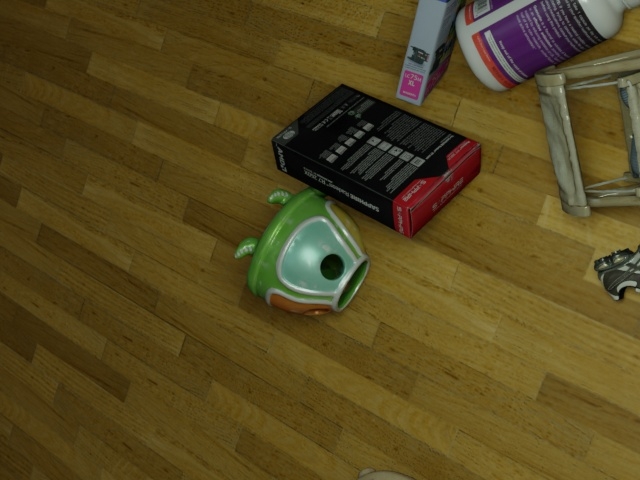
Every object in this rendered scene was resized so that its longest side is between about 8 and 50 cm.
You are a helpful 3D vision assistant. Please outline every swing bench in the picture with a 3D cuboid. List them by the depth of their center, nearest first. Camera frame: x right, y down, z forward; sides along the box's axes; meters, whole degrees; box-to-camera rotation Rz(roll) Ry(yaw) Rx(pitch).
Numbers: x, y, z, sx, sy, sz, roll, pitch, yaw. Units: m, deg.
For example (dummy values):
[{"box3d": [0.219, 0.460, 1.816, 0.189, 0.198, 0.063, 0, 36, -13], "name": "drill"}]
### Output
[{"box3d": [0.504, -0.187, 1.652, 0.254, 0.165, 0.253, -7, 105, 33], "name": "swing bench"}]

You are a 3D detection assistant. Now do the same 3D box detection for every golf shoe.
[{"box3d": [0.585, 0.042, 1.684, 0.198, 0.077, 0.094, -29, 74, 41], "name": "golf shoe"}]

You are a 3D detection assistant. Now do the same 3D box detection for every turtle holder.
[{"box3d": [-0.004, 0.015, 2.023, 0.227, 0.320, 0.243, 30, 146, 19], "name": "turtle holder"}]

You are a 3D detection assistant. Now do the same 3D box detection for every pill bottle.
[{"box3d": [0.424, -0.417, 1.759, 0.323, 0.181, 0.181, -24, 73, 31], "name": "pill bottle"}]

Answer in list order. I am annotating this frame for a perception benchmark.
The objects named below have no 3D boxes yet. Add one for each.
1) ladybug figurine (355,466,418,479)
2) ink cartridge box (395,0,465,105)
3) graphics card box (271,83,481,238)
[{"box3d": [0.190, 0.650, 1.857, 0.305, 0.162, 0.449, -32, 70, 30], "name": "ladybug figurine"}, {"box3d": [0.228, -0.432, 1.820, 0.065, 0.186, 0.311, 20, 130, 14], "name": "ink cartridge box"}, {"box3d": [0.110, -0.170, 1.937, 0.371, 0.233, 0.094, 29, 148, 31], "name": "graphics card box"}]
